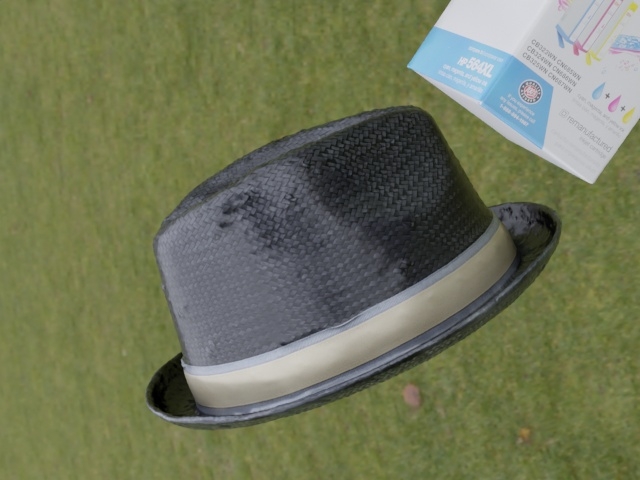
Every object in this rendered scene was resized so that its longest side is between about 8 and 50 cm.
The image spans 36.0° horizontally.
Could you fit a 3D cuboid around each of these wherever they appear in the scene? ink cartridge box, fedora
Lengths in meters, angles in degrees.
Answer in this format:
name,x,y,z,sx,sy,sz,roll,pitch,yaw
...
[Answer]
name,x,y,z,sx,sy,sz,roll,pitch,yaw
ink cartridge box,0.136,-0.123,0.534,0.143,0.092,0.090,-56,28,8
fedora,0.000,0.000,0.731,0.334,0.334,0.153,-5,113,59
